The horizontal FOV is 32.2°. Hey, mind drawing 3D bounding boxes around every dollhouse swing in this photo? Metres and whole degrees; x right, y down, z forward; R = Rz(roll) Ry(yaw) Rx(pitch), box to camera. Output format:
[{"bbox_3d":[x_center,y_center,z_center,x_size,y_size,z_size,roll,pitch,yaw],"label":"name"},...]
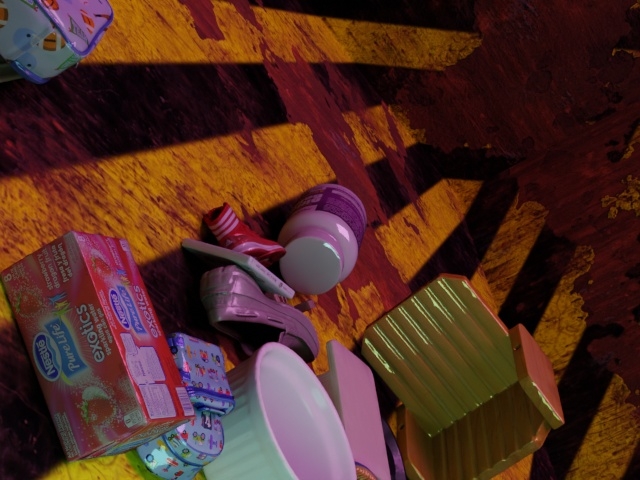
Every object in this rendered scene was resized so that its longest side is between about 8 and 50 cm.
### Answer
[{"bbox_3d":[0.270,0.301,2.344,0.305,0.347,0.315,46,21,-19],"label":"dollhouse swing"}]

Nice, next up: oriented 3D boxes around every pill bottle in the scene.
[{"bbox_3d":[0.000,0.000,2.300,0.169,0.169,0.301,58,16,-13],"label":"pill bottle"}]

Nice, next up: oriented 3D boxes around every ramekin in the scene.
[{"bbox_3d":[-0.072,0.305,1.663,0.277,0.135,0.277,53,18,-26],"label":"ramekin"}]

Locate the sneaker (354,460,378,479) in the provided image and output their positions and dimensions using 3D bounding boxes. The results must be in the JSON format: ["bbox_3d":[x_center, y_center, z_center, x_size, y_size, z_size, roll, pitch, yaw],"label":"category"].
[{"bbox_3d":[0.067,0.473,1.840,0.131,0.112,0.296,-98,175,-65],"label":"sneaker"}]

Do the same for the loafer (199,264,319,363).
[{"bbox_3d":[-0.101,0.153,1.888,0.319,0.112,0.111,39,40,-48],"label":"loafer"}]

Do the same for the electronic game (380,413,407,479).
[{"bbox_3d":[0.116,0.432,2.172,0.229,0.048,0.229,-20,90,-75],"label":"electronic game"}]

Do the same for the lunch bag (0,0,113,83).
[{"bbox_3d":[-0.428,-0.374,1.577,0.303,0.115,0.243,52,21,-23],"label":"lunch bag"}]

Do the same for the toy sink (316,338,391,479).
[{"bbox_3d":[0.015,0.316,1.916,0.153,0.131,0.234,44,29,-47],"label":"toy sink"}]

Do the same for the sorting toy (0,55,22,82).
[{"bbox_3d":[-0.501,-0.296,1.522,0.193,0.038,0.208,60,21,-6],"label":"sorting toy"}]

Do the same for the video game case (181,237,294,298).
[{"bbox_3d":[-0.139,0.048,1.887,0.143,0.157,0.019,42,68,-49],"label":"video game case"}]

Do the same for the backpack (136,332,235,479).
[{"bbox_3d":[-0.186,0.227,1.481,0.158,0.117,0.173,36,33,-54],"label":"backpack"}]

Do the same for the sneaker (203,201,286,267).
[{"bbox_3d":[-0.140,-0.013,2.057,0.128,0.087,0.221,59,6,11],"label":"sneaker"}]

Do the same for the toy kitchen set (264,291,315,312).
[{"bbox_3d":[-0.057,0.104,2.128,0.083,0.075,0.068,68,16,5],"label":"toy kitchen set"}]

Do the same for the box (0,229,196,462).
[{"bbox_3d":[-0.273,0.128,1.362,0.257,0.123,0.128,66,17,14],"label":"box"}]
